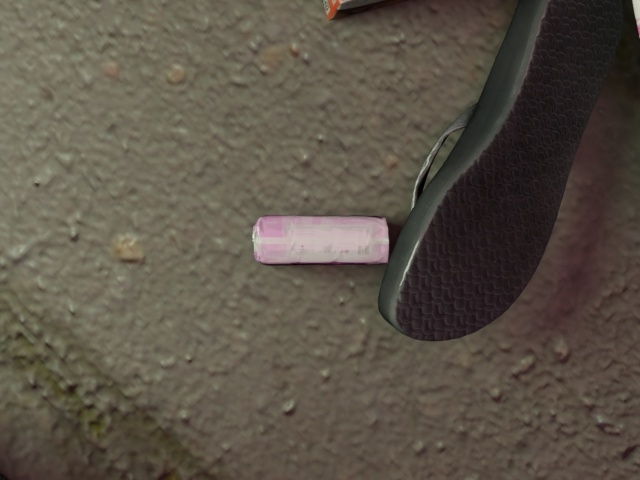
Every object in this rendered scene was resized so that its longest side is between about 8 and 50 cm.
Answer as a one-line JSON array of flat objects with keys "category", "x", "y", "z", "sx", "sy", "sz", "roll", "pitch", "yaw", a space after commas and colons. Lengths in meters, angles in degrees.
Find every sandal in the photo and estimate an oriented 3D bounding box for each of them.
[{"category": "sandal", "x": 0.110, "y": -0.051, "z": 1.088, "sx": 0.097, "sy": 0.054, "sz": 0.254, "roll": 36, "pitch": 77, "yaw": -36}]

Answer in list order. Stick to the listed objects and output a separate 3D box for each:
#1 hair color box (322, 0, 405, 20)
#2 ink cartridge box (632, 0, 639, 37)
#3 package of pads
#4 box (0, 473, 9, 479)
[{"category": "hair color box", "x": 0.082, "y": -0.181, "z": 1.066, "sx": 0.167, "sy": 0.093, "sz": 0.053, "roll": -14, "pitch": 92, "yaw": -3}, {"category": "ink cartridge box", "x": 0.295, "y": -0.125, "z": 1.006, "sx": 0.207, "sy": 0.119, "sz": 0.353, "roll": -14, "pitch": 82, "yaw": 26}, {"category": "package of pads", "x": 0.000, "y": 0.000, "z": 1.083, "sx": 0.083, "sy": 0.050, "sz": 0.032, "roll": 0, "pitch": 91, "yaw": -4}, {"category": "box", "x": -0.263, "y": 0.184, "z": 0.955, "sx": 0.143, "sy": 0.270, "sz": 0.165, "roll": 40, "pitch": 88, "yaw": -3}]
